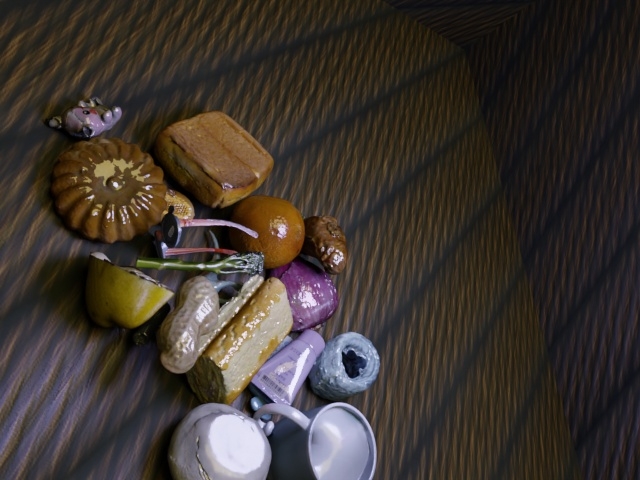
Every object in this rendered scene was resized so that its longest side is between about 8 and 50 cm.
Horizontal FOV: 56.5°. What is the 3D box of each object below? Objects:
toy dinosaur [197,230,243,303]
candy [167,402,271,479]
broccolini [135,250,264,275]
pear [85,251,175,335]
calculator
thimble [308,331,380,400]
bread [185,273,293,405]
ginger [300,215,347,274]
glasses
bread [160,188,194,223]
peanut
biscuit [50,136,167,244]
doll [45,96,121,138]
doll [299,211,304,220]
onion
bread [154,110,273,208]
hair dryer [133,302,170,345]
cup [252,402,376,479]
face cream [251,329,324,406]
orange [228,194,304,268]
[{"bbox_3d":[-0.331,0.146,1.839,0.206,0.092,0.392,10,71,-35],"label":"toy dinosaur"},{"bbox_3d":[-0.273,0.584,1.589,0.296,0.185,0.295,16,55,-24],"label":"candy"},{"bbox_3d":[-0.346,0.058,1.740,0.392,0.074,0.078,5,85,-31],"label":"broccolini"},{"bbox_3d":[-0.532,0.148,1.571,0.267,0.267,0.178,34,77,-27],"label":"pear"},{"bbox_3d":[-0.145,0.430,1.900,0.188,0.042,0.302,46,44,-18],"label":"calculator"},{"bbox_3d":[0.072,0.431,2.022,0.250,0.172,0.204,-19,78,-50],"label":"thimble"},{"bbox_3d":[-0.232,0.296,1.764,0.375,0.165,0.236,-51,146,-43],"label":"bread"},{"bbox_3d":[0.000,0.000,2.049,0.165,0.321,0.172,-6,107,-16],"label":"ginger"},{"bbox_3d":[-0.351,-0.016,1.764,0.269,0.234,0.118,-4,68,-31],"label":"glasses"},{"bbox_3d":[-0.480,-0.105,1.832,0.189,0.077,0.114,23,72,-20],"label":"bread"},{"bbox_3d":[-0.349,0.224,1.582,0.136,0.120,0.298,32,42,-14],"label":"peanut"},{"bbox_3d":[-0.589,-0.151,1.689,0.326,0.107,0.325,12,66,-28],"label":"biscuit"},{"bbox_3d":[-0.682,-0.357,1.753,0.149,0.095,0.192,23,33,17],"label":"doll"},{"bbox_3d":[-0.116,-0.053,2.189,0.113,0.076,0.078,-22,55,-20],"label":"doll"},{"bbox_3d":[-0.060,0.141,2.052,0.267,0.159,0.348,-15,81,-50],"label":"onion"},{"bbox_3d":[-0.346,-0.266,1.972,0.337,0.148,0.328,41,39,4],"label":"bread"},{"bbox_3d":[-0.423,0.285,1.664,0.194,0.050,0.173,54,21,-14],"label":"hair dryer"},{"bbox_3d":[-0.056,0.595,1.726,0.357,0.275,0.259,44,44,-17],"label":"cup"},{"bbox_3d":[-0.094,0.394,1.876,0.154,0.096,0.274,41,46,5],"label":"face cream"},{"bbox_3d":[-0.180,-0.034,1.958,0.264,0.264,0.264,22,55,-35],"label":"orange"}]
